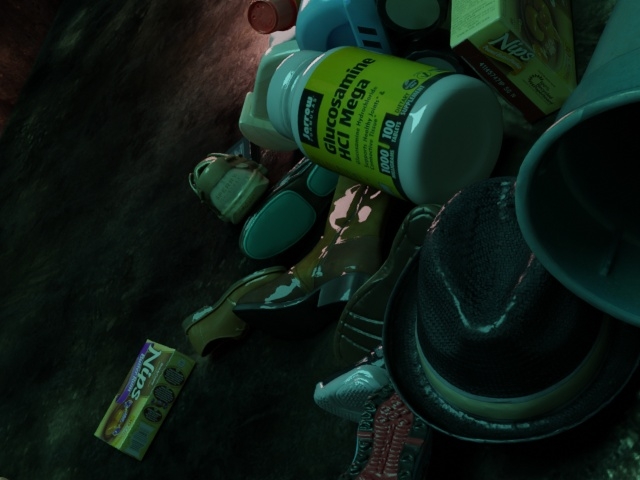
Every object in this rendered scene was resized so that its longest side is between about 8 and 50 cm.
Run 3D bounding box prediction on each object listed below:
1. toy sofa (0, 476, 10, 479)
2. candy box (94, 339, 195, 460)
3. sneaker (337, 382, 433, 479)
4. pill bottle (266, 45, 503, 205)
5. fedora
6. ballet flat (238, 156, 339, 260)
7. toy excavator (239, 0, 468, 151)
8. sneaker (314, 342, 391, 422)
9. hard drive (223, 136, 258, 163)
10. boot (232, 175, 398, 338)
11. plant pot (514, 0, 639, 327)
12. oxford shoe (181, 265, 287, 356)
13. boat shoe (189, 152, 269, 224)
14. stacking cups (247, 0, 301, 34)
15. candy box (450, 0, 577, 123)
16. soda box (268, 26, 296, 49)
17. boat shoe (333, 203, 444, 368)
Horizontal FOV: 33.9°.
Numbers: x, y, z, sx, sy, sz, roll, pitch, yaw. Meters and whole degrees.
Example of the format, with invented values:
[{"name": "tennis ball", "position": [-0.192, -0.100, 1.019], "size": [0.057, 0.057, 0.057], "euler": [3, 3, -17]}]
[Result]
[{"name": "toy sofa", "position": [-0.444, 0.534, 1.579], "size": [0.150, 0.177, 0.362], "euler": [-50, 32, 5]}, {"name": "candy box", "position": [-0.295, 0.266, 1.763], "size": [0.109, 0.053, 0.187], "euler": [9, 68, 56]}, {"name": "sneaker", "position": [0.075, 0.294, 1.176], "size": [0.104, 0.125, 0.262], "euler": [9, 48, 26]}, {"name": "pill bottle", "position": [0.079, -0.173, 1.501], "size": [0.334, 0.188, 0.188], "euler": [25, 79, 44]}, {"name": "fedora", "position": [0.196, 0.047, 1.141], "size": [0.334, 0.152, 0.334], "euler": [-13, 45, 13]}, {"name": "ballet flat", "position": [-0.030, -0.077, 1.723], "size": [0.280, 0.095, 0.096], "euler": [-44, 21, -5]}, {"name": "toy excavator", "position": [0.031, -0.329, 1.718], "size": [0.445, 0.433, 0.222], "euler": [-1, 54, 19]}, {"name": "sneaker", "position": [0.114, 0.134, 1.312], "size": [0.268, 0.101, 0.153], "euler": [-20, 43, 34]}, {"name": "hard drive", "position": [-0.176, -0.140, 2.031], "size": [0.135, 0.022, 0.094], "euler": [-38, 35, 24]}, {"name": "boot", "position": [0.000, 0.000, 1.593], "size": [0.264, 0.096, 0.280], "euler": [-20, 44, 43]}, {"name": "plant pot", "position": [0.395, -0.133, 1.007], "size": [0.341, 0.341, 0.334], "euler": [-16, 40, 45]}, {"name": "oxford shoe", "position": [-0.127, 0.116, 1.691], "size": [0.212, 0.076, 0.076], "euler": [-38, 63, 22]}, {"name": "boat shoe", "position": [-0.163, -0.107, 1.820], "size": [0.122, 0.110, 0.341], "euler": [-53, 9, -3]}, {"name": "stacking cups", "position": [-0.021, -0.432, 1.903], "size": [0.096, 0.096, 0.316], "euler": [-29, 8, 34]}, {"name": "candy box", "position": [0.272, -0.341, 1.480], "size": [0.087, 0.183, 0.316], "euler": [-27, 40, 35]}, {"name": "soda box", "position": [-0.035, -0.447, 2.079], "size": [0.098, 0.091, 0.286], "euler": [-32, 38, 29]}, {"name": "boat shoe", "position": [0.112, 0.067, 1.403], "size": [0.095, 0.095, 0.257], "euler": [39, 110, 16]}]
